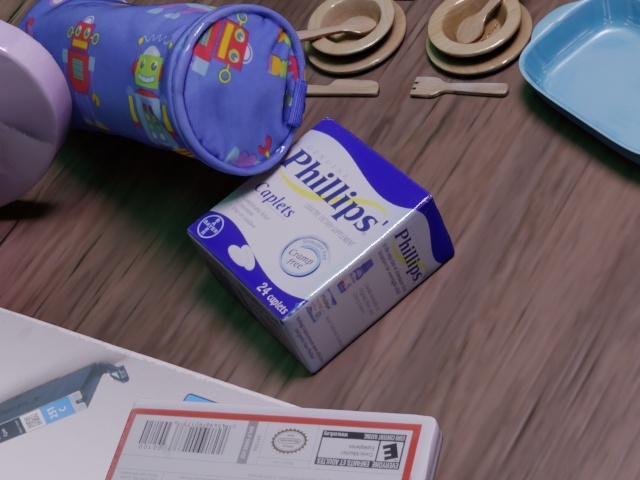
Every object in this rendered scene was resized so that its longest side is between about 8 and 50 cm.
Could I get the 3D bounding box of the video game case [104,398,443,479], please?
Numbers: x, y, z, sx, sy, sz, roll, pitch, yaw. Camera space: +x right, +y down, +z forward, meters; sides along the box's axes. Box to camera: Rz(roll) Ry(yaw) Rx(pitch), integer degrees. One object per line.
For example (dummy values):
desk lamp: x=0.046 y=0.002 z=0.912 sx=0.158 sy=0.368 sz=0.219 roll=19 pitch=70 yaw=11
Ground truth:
video game case: x=-0.057 y=0.217 z=0.769 sx=0.204 sy=0.025 sz=0.285 roll=1 pitch=51 yaw=22

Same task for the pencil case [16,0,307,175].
pencil case: x=-0.127 y=-0.129 z=1.064 sx=0.306 sy=0.133 sz=0.119 roll=19 pitch=101 yaw=53

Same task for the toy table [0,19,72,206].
toy table: x=-0.319 y=-0.047 z=1.057 sx=0.274 sy=0.252 sz=0.161 roll=-36 pitch=24 yaw=47

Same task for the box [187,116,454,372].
box: x=0.000 y=0.000 z=0.980 sx=0.137 sy=0.072 sz=0.126 roll=-40 pitch=49 yaw=-11

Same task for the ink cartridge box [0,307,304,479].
ink cartridge box: x=-0.175 y=0.192 z=0.904 sx=0.296 sy=0.066 sz=0.261 roll=14 pitch=59 yaw=31

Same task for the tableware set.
tableware set: x=0.073 y=-0.175 z=1.112 sx=0.194 sy=0.039 sz=0.128 roll=3 pitch=55 yaw=25

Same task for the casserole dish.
casserole dish: x=0.229 y=-0.113 z=0.998 sx=0.114 sy=0.037 sz=0.188 roll=-39 pitch=48 yaw=-10
